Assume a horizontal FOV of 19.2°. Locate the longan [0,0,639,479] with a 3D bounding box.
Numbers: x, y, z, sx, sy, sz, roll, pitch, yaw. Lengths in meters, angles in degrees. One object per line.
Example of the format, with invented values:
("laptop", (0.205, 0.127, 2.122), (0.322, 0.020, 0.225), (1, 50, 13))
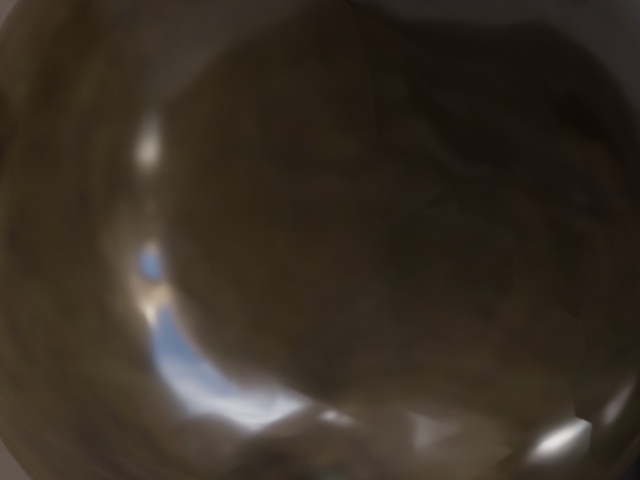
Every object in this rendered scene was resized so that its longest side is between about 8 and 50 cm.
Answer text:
("longan", (0.000, 0.000, 0.749), (0.318, 0.319, 0.319), (14, 161, 5))
